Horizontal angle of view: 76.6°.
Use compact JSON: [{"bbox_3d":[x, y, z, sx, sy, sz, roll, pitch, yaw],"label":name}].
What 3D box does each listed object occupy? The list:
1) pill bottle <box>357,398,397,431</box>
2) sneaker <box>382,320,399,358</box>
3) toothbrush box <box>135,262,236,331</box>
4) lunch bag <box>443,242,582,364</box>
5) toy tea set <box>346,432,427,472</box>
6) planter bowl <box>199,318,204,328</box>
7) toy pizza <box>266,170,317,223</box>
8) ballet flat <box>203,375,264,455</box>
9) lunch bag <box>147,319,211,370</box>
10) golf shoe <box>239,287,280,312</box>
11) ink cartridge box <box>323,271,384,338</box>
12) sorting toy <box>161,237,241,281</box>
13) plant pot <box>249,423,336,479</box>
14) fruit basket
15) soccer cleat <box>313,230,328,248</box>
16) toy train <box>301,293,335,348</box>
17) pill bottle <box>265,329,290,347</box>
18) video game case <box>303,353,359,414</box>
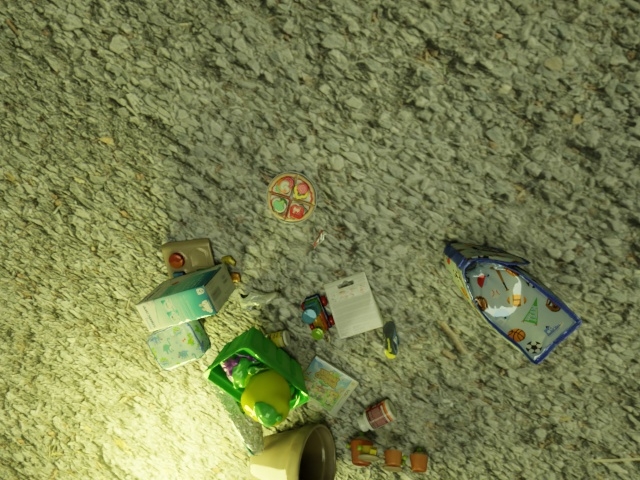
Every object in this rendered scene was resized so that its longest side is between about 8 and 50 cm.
[{"bbox_3d":[0.232,0.724,1.665,0.152,0.086,0.086,-33,96,13],"label":"pill bottle"},{"bbox_3d":[0.280,0.388,1.601,0.053,0.059,0.144,-1,93,35],"label":"sneaker"},{"bbox_3d":[-0.511,0.215,1.561,0.296,0.216,0.126,-17,106,14],"label":"toothbrush box"},{"bbox_3d":[0.598,0.158,1.357,0.385,0.328,0.239,39,101,0],"label":"lunch bag"},{"bbox_3d":[0.278,0.874,1.683,0.336,0.124,0.200,19,140,-14],"label":"toy tea set"},{"bbox_3d":[-0.552,0.363,1.687,0.162,0.109,0.162,2,103,9],"label":"planter bowl"},{"bbox_3d":[-0.112,-0.162,1.542,0.202,0.032,0.201,2,103,8],"label":"toy pizza"},{"bbox_3d":[-0.333,0.675,1.667,0.147,0.147,0.409,-46,71,15],"label":"ballet flat"},{"bbox_3d":[-0.554,0.397,1.592,0.219,0.090,0.176,-25,99,13],"label":"lunch bag"},{"bbox_3d":[-0.252,0.228,1.636,0.176,0.069,0.086,-21,93,11],"label":"golf shoe"},{"bbox_3d":[0.131,0.255,1.603,0.181,0.056,0.224,-20,80,12],"label":"ink cartridge box"},{"bbox_3d":[-0.489,0.108,1.654,0.308,0.041,0.228,-6,102,10],"label":"sorting toy"},{"bbox_3d":[-0.128,0.924,1.676,0.281,0.323,0.323,-7,102,27],"label":"plant pot"},{"bbox_3d":[-0.224,0.554,1.506,0.283,0.392,0.392,-35,96,21],"label":"fruit basket"},{"bbox_3d":[0.000,0.000,1.565,0.036,0.029,0.083,30,101,5],"label":"soccer cleat"},{"bbox_3d":[0.001,0.347,1.583,0.105,0.143,0.247,-20,99,13],"label":"toy train"},{"bbox_3d":[-0.188,0.412,1.667,0.116,0.065,0.065,-16,100,11],"label":"pill bottle"},{"bbox_3d":[0.023,0.608,1.702,0.212,0.023,0.193,32,105,1],"label":"video game case"}]
